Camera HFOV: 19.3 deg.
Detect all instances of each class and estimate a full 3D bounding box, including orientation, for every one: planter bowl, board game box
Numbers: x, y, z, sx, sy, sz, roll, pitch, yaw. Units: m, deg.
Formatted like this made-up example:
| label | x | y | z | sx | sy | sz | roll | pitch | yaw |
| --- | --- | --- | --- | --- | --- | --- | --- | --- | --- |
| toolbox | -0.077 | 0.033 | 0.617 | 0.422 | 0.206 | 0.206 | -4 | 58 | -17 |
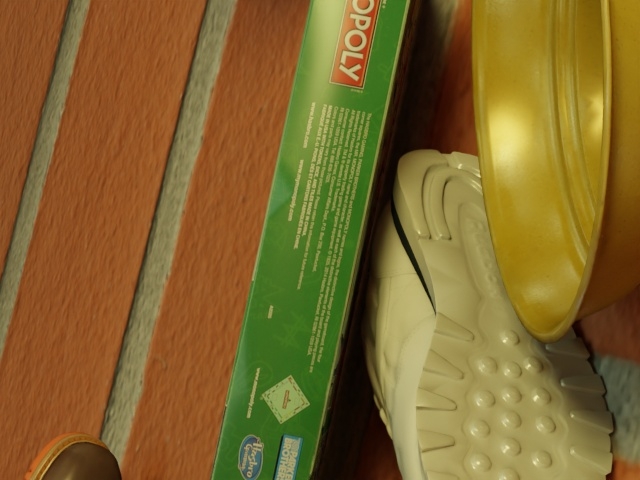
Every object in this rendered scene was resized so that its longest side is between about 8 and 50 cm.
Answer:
| label | x | y | z | sx | sy | sz | roll | pitch | yaw |
| --- | --- | --- | --- | --- | --- | --- | --- | --- | --- |
| planter bowl | 0.124 | -0.070 | 0.733 | 0.217 | 0.090 | 0.217 | 178 | 90 | -83 |
| board game box | 0.000 | 0.000 | 0.908 | 0.213 | 0.046 | 0.317 | 58 | -137 | -85 |

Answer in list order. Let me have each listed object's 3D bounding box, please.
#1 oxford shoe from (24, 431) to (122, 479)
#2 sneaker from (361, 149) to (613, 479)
| label | x | y | z | sx | sy | sz | roll | pitch | yaw |
| --- | --- | --- | --- | --- | --- | --- | --- | --- | --- |
| oxford shoe | -0.140 | 0.251 | 1.133 | 0.098 | 0.097 | 0.271 | -5 | 77 | 41 |
| sneaker | 0.063 | 0.069 | 0.835 | 0.235 | 0.090 | 0.095 | -93 | 24 | -44 |
